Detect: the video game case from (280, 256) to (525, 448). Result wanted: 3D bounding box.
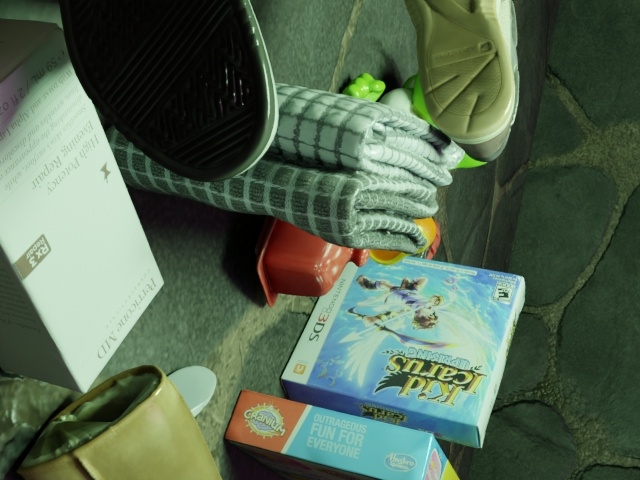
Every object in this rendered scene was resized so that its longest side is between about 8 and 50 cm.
[{"bbox_3d":[0.116,0.132,1.130,0.061,0.270,0.244,74,34,-47],"label":"video game case"}]

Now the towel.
[{"bbox_3d":[-0.022,-0.068,0.754,0.284,0.235,0.121,3,101,-67],"label":"towel"}]

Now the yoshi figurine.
[{"bbox_3d":[0.134,-0.149,1.162,0.362,0.203,0.203,-62,146,-43],"label":"yoshi figurine"}]

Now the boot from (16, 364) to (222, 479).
[{"bbox_3d":[-0.176,0.267,0.711,0.236,0.089,0.269,-37,124,-18],"label":"boot"}]

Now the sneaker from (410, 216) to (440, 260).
[{"bbox_3d":[0.121,0.044,1.333,0.135,0.098,0.276,69,36,-53],"label":"sneaker"}]

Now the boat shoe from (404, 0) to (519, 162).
[{"bbox_3d":[0.134,-0.204,0.782,0.092,0.103,0.285,59,25,-61],"label":"boat shoe"}]

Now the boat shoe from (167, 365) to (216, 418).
[{"bbox_3d":[-0.150,0.176,0.805,0.142,0.049,0.040,-48,161,-50],"label":"boat shoe"}]

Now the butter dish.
[{"bbox_3d":[0.000,0.000,0.960,0.160,0.118,0.159,85,23,-68],"label":"butter dish"}]

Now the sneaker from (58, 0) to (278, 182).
[{"bbox_3d":[-0.110,-0.163,0.528,0.295,0.124,0.178,58,12,4],"label":"sneaker"}]

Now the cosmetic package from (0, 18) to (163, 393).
[{"bbox_3d":[-0.193,-0.016,0.555,0.231,0.085,0.117,76,32,-43],"label":"cosmetic package"}]

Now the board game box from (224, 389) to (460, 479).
[{"bbox_3d":[0.047,0.292,1.072,0.316,0.242,0.064,60,44,-59],"label":"board game box"}]
